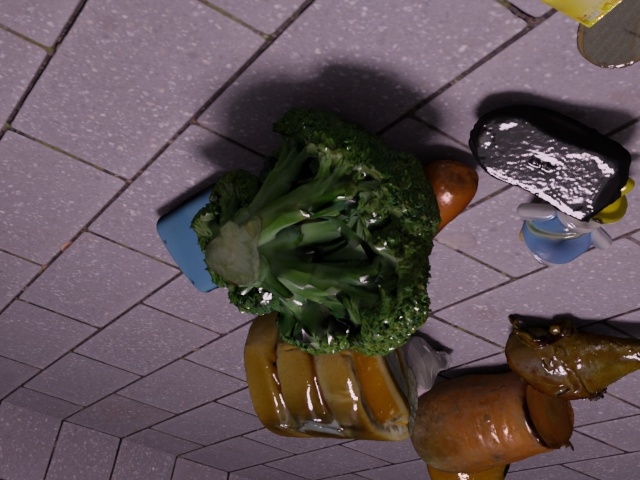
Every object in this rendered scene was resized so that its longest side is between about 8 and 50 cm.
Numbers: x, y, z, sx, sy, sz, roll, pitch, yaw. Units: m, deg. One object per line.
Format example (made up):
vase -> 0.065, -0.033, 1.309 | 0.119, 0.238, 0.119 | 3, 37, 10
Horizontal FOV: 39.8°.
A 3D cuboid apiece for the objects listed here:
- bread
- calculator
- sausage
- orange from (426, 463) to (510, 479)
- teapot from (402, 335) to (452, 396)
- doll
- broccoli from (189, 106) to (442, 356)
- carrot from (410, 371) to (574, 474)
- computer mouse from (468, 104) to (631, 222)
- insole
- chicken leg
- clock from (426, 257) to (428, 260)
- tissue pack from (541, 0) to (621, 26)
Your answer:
bread -> -0.005, 0.276, 1.722 | 0.342, 0.210, 0.300 | 2, 134, 25
calculator -> -0.180, -0.003, 1.538 | 0.293, 0.051, 0.173 | -25, 102, 48
sausage -> 0.157, -0.048, 1.371 | 0.098, 0.098, 0.238 | 19, 150, -14
orange -> 0.372, 0.538, 2.230 | 0.237, 0.236, 0.236 | 8, 152, 5
teapot -> 0.175, 0.290, 1.913 | 0.178, 0.163, 0.222 | -16, 143, 34
doll -> 0.376, -0.034, 1.310 | 0.135, 0.099, 0.241 | 49, 151, 11
broccoli -> 0.002, -0.008, 1.256 | 0.413, 0.321, 0.310 | 33, 175, 36
carrot -> 0.374, 0.408, 1.998 | 0.224, 0.224, 0.341 | 32, 142, -34
computer mouse -> 0.306, -0.112, 1.190 | 0.217, 0.073, 0.122 | 28, 128, 5
insole -> 0.374, -0.289, 0.931 | 0.119, 0.009, 0.348 | 16, 152, -8
chicken leg -> 0.541, 0.241, 1.715 | 0.361, 0.140, 0.211 | 2, 143, 23
clock -> 0.037, 0.052, 1.623 | 0.319, 0.066, 0.319 | 9, 153, 5
tissue pack -> 0.253, -0.293, 0.791 | 0.062, 0.175, 0.095 | 21, 152, -17
